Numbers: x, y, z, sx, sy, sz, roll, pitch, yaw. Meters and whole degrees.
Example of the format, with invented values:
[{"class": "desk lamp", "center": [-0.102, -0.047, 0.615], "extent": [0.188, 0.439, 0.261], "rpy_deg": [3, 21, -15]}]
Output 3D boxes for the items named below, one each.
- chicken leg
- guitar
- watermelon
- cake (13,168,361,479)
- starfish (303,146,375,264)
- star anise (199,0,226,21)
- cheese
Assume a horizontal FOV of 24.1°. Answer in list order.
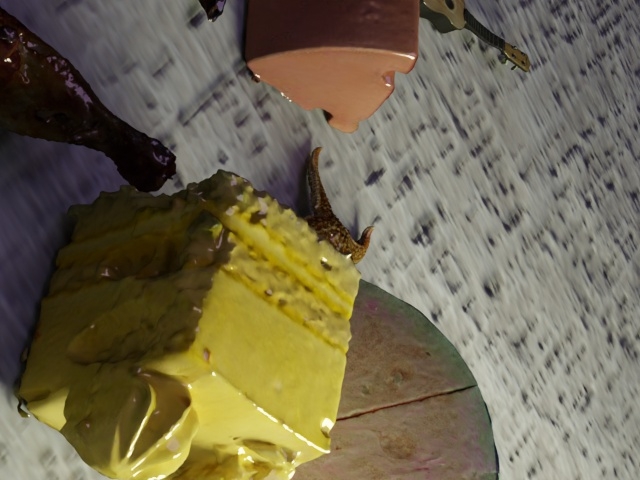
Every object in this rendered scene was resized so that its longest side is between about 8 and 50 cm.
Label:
[{"class": "chicken leg", "center": [-0.265, -0.151, 1.289], "extent": [0.322, 0.177, 0.083], "rpy_deg": [42, 74, -36]}, {"class": "guitar", "center": [0.205, -0.303, 2.092], "extent": [0.271, 0.038, 0.084], "rpy_deg": [31, 56, -41]}, {"class": "watermelon", "center": [0.059, 0.244, 1.617], "extent": [0.292, 0.319, 0.222], "rpy_deg": [-56, 163, -28]}, {"class": "cake", "center": [-0.124, 0.113, 1.361], "extent": [0.227, 0.222, 0.286], "rpy_deg": [38, 50, -38]}, {"class": "starfish", "center": [0.007, -0.001, 1.714], "extent": [0.213, 0.057, 0.238], "rpy_deg": [17, 66, -58]}, {"class": "star anise", "center": [-0.125, -0.356, 1.655], "extent": [0.157, 0.053, 0.212], "rpy_deg": [61, 34, -33]}, {"class": "cheese", "center": [0.041, -0.228, 1.731], "extent": [0.203, 0.177, 0.128], "rpy_deg": [30, 55, -44]}]
